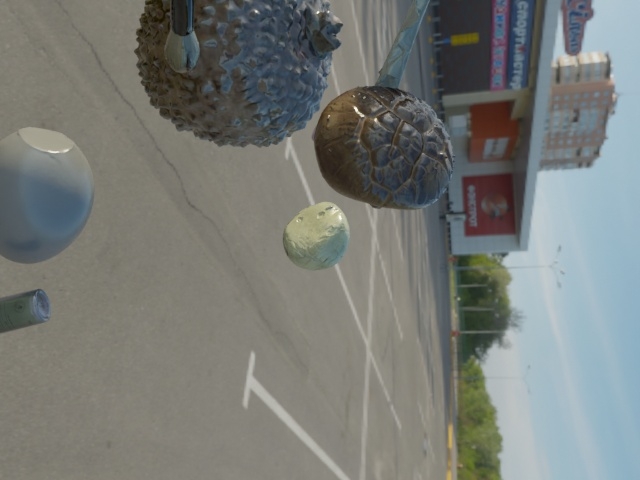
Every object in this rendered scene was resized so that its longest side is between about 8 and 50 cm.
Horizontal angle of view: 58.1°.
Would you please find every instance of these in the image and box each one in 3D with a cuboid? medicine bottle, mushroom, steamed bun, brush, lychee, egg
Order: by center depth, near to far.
[{"bbox_3d":[0.056,-0.077,0.497,0.085,0.126,0.109,-143,-126,-69],"label":"mushroom"},{"bbox_3d":[-0.138,-0.272,0.576,0.299,0.039,0.042,118,-3,-63],"label":"brush"},{"bbox_3d":[-0.539,0.127,0.916,0.057,0.198,0.058,167,-90,-87],"label":"medicine bottle"},{"bbox_3d":[-0.469,-0.066,0.945,0.232,0.176,0.176,-60,-175,30],"label":"egg"},{"bbox_3d":[0.000,0.000,1.056,0.091,0.130,0.112,45,10,-48],"label":"steamed bun"},{"bbox_3d":[-0.160,-0.367,1.099,0.380,0.431,0.381,-1,90,-68],"label":"lychee"}]

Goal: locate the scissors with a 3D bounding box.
[{"bbox_3d":[0.070,-0.160,0.577,0.021,0.110,0.212,-101,-150,-60],"label":"scissors"}]
